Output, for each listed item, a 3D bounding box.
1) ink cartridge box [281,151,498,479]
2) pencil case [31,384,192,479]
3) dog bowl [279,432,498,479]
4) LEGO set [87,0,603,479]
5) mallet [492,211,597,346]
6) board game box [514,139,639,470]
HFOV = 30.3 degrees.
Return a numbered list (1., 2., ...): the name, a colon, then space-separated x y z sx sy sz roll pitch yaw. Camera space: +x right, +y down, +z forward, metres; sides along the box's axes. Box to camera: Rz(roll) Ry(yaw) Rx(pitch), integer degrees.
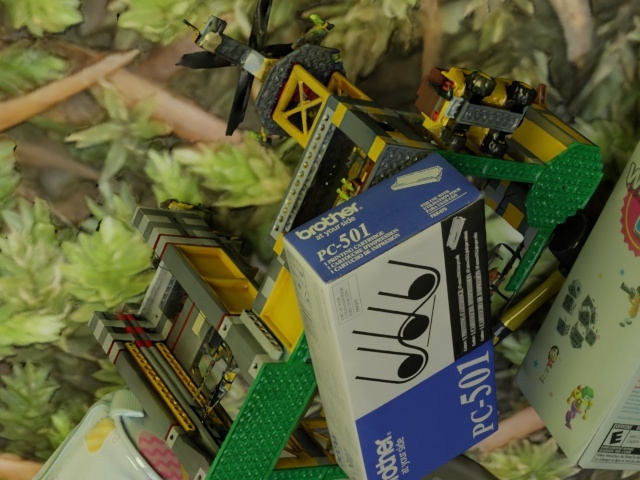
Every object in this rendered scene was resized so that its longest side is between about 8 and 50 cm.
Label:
1. ink cartridge box: 0.046 0.057 0.660 0.097 0.046 0.207 -28 138 -16
2. pencil case: -0.191 0.225 0.866 0.273 0.113 0.124 -42 95 16
3. dog bowl: 0.017 0.321 0.947 0.348 0.102 0.349 -3 119 -5
4. LEGO set: 0.000 0.000 0.761 0.254 0.192 0.331 -5 127 -38
5. mallet: 0.147 0.061 0.860 0.062 0.039 0.190 29 117 -23
6. board game box: 0.298 0.012 0.786 0.224 0.097 0.303 8 120 -27
